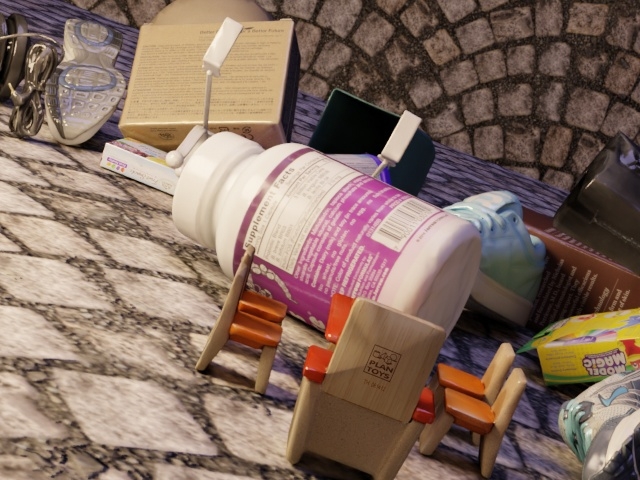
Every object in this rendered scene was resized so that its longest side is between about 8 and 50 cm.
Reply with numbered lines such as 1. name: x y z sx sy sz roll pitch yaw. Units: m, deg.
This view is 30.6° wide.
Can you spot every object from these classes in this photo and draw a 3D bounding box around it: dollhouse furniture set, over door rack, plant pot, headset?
1. dollhouse furniture set: 0.042 0.090 0.955 0.262 0.135 0.259 21 11 -2
2. over door rack: -0.050 -0.094 1.363 0.239 0.108 0.324 27 -23 -2
3. plant pot: 0.106 -0.147 2.135 0.165 0.166 0.234 27 5 27
4. plant pot: -0.155 -0.226 1.869 0.256 0.256 0.274 16 29 -25
5. headset: -0.509 -0.249 1.630 0.394 0.185 0.243 11 -1 35

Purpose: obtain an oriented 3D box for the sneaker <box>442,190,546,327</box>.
1. sneaker: 0.173 -0.006 1.433 0.135 0.150 0.366 16 -7 32

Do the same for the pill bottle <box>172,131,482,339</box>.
1. pill bottle: 0.000 0.000 1.216 0.301 0.169 0.169 27 12 23

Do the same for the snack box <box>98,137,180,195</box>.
1. snack box: -0.217 -0.096 1.589 0.141 0.037 0.100 22 10 4

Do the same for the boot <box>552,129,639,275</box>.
1. boot: 0.529 0.020 1.483 0.445 0.146 0.367 31 21 10

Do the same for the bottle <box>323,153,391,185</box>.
1. bottle: -0.027 -0.075 1.644 0.283 0.092 0.118 -3 -10 -45

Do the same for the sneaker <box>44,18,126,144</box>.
1. sneaker: -0.346 -0.212 1.716 0.111 0.129 0.297 15 32 -11

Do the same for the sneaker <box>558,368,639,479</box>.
1. sneaker: 0.274 0.189 1.077 0.122 0.110 0.283 -4 6 29

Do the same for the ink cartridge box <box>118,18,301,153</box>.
1. ink cartridge box: -0.154 -0.217 1.687 0.234 0.193 0.088 0 -33 11

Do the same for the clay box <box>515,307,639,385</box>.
1. clay box: 0.348 0.118 1.337 0.222 0.053 0.127 -12 7 36

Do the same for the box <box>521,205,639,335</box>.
1. box: 0.392 0.080 1.639 0.381 0.143 0.191 27 13 18
